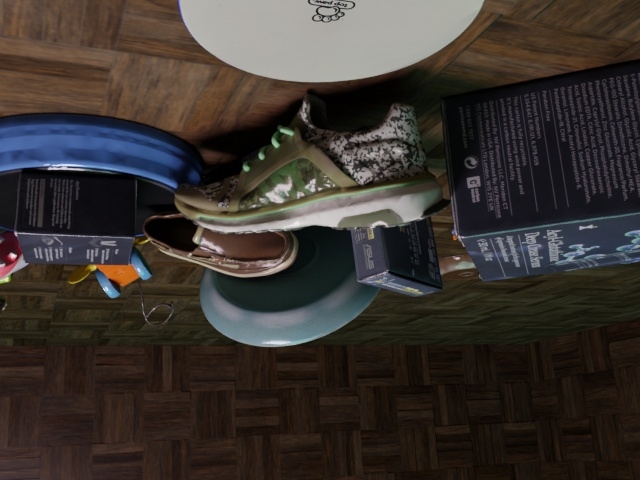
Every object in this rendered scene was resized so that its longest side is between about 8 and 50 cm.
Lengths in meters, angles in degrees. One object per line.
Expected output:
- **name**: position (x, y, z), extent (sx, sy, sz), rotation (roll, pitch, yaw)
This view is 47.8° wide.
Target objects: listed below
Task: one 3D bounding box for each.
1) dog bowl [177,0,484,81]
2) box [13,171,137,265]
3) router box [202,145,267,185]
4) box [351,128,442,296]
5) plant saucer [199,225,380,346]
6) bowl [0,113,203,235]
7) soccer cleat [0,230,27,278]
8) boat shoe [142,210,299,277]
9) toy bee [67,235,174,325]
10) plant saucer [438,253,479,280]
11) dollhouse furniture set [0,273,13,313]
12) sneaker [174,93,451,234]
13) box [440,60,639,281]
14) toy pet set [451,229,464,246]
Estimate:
- **dog bowl**: position (0.008, -0.244, 0.621), extent (0.265, 0.104, 0.265), rotation (-3, 164, -1)
- **box**: position (-0.353, -0.026, 1.055), extent (0.158, 0.093, 0.156), rotation (3, 163, -17)
- **router box**: position (-0.095, -0.099, 1.214), extent (0.133, 0.046, 0.179), rotation (10, 160, -42)
- **box**: position (0.112, -0.038, 1.130), extent (0.059, 0.232, 0.183), rotation (-19, 158, 32)
- **plant saucer**: position (-0.050, 0.035, 1.171), extent (0.318, 0.317, 0.043), rotation (-6, 131, 11)
- **bowl**: position (-0.385, -0.084, 1.156), extent (0.392, 0.077, 0.391), rotation (-3, 164, -1)
- **soccer cleat**: position (-0.540, 0.013, 1.302), extent (0.095, 0.083, 0.248), rotation (-36, -175, 27)
- **boat shoe**: position (-0.164, 0.000, 1.122), extent (0.258, 0.095, 0.095), rotation (3, 165, 23)
- **toy bee**: position (-0.427, 0.047, 1.496), extent (0.195, 0.162, 0.298), rotation (-18, 141, -22)
- **plant saucer**: position (0.395, 0.077, 1.960), extent (0.199, 0.036, 0.198), rotation (-3, 163, -1)
- **dollhouse furniture set**: position (-0.672, 0.070, 1.267), extent (0.198, 0.151, 0.301), rotation (-10, -156, -9)
- **sneaker**: position (-0.025, -0.108, 1.009), extent (0.411, 0.181, 0.158), rotation (-2, -173, 24)
- **box**: position (0.401, -0.091, 1.049), extent (0.396, 0.211, 0.293), rotation (-9, 163, 17)
- **toy pet set**: position (0.321, -0.039, 1.537), extent (0.122, 0.065, 0.114), rotation (-13, -163, 39)
